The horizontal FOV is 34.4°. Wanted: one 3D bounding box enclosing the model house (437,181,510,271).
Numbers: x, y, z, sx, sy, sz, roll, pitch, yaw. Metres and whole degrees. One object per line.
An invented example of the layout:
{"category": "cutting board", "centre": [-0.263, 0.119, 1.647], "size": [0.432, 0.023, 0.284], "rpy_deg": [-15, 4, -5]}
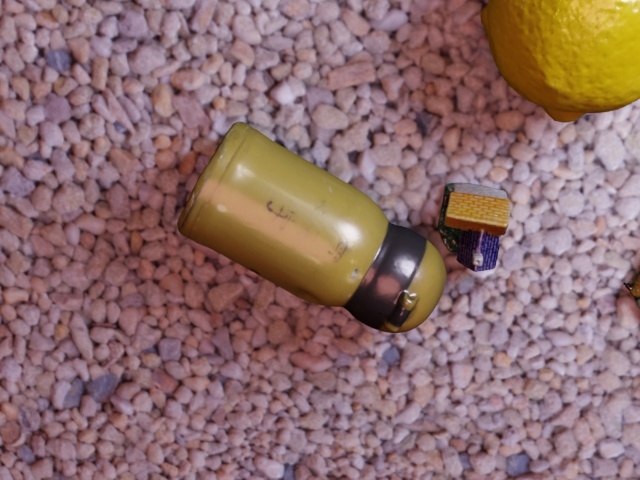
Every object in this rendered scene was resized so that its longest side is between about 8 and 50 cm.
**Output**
{"category": "model house", "centre": [0.200, -0.015, 1.368], "size": [0.088, 0.100, 0.100], "rpy_deg": [10, 109, 5]}

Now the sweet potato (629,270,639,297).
{"category": "sweet potato", "centre": [0.488, -0.032, 1.339], "size": [0.075, 0.074, 0.269], "rpy_deg": [36, 118, -4]}

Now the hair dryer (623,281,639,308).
{"category": "hair dryer", "centre": [0.466, 0.111, 1.406], "size": [0.071, 0.047, 0.150], "rpy_deg": [-43, 86, 16]}

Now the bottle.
{"category": "bottle", "centre": [0.000, 0.000, 1.371], "size": [0.351, 0.171, 0.171], "rpy_deg": [30, 109, -4]}

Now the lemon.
{"category": "lemon", "centre": [0.313, -0.272, 1.206], "size": [0.234, 0.233, 0.288], "rpy_deg": [14, 117, 4]}
